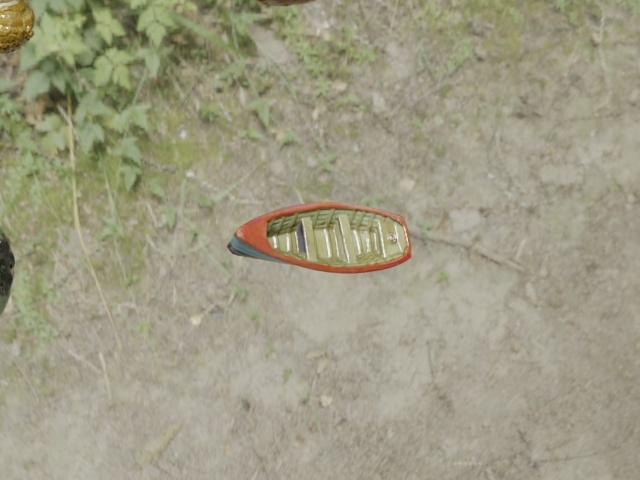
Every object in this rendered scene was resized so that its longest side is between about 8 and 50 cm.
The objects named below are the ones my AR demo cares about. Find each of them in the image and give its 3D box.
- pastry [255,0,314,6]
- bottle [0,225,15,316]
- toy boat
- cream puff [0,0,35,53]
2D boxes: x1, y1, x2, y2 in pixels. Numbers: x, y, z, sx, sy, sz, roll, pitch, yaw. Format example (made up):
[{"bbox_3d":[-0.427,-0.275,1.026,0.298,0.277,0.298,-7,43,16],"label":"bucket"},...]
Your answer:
[{"bbox_3d":[-0.070,-0.597,1.784,0.355,0.164,0.356,0,84,-2],"label":"pastry"},{"bbox_3d":[-0.467,0.042,0.912,0.346,0.168,0.169,-6,61,5],"label":"bottle"},{"bbox_3d":[0.000,0.000,1.744,0.392,0.079,0.136,0,72,-36],"label":"toy boat"},{"bbox_3d":[-0.584,-0.391,1.761,0.126,0.103,0.144,-17,27,-28],"label":"cream puff"}]
